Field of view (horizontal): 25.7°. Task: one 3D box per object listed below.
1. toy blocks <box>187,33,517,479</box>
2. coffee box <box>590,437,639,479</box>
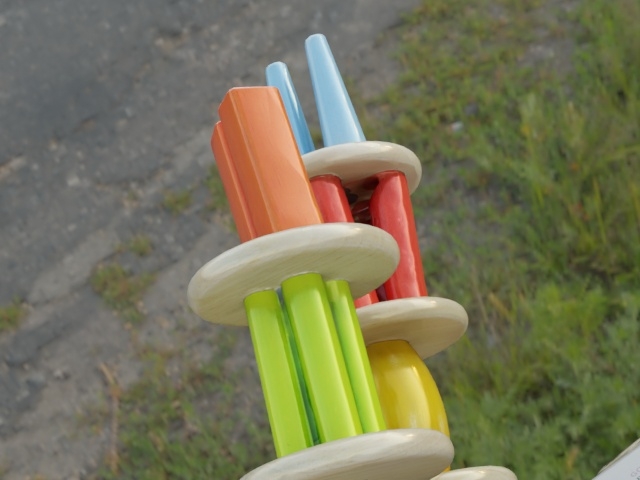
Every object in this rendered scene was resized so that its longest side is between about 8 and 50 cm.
[{"bbox_3d":[0.000,0.000,0.378,0.054,0.123,0.148,-21,68,14],"label":"toy blocks"},{"bbox_3d":[0.214,0.189,0.487,0.119,0.168,0.297,-35,25,-6],"label":"coffee box"}]
